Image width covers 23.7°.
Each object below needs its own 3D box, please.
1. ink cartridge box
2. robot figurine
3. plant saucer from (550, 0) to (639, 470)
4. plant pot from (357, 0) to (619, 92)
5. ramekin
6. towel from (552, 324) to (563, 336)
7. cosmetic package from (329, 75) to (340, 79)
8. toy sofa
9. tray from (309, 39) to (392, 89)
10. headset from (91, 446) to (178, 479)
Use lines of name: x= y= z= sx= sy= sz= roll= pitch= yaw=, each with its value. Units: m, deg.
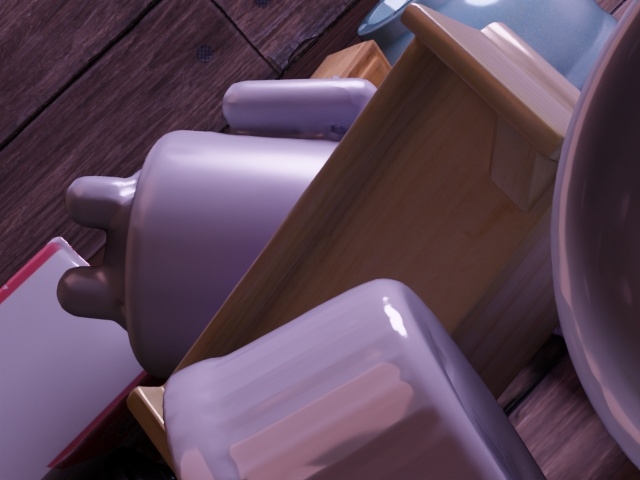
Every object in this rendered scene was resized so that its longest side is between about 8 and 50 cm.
ink cartridge box: x=-0.275 y=0.201 z=1.464 sx=0.279 sy=0.160 sz=0.385 roll=-46 pitch=-12 yaw=-16
robot figurine: x=-0.024 y=0.018 z=1.207 sx=0.200 sy=0.353 sz=0.300 roll=-14 pitch=-71 yaw=-82
plant saucer: x=0.309 y=-0.023 z=0.743 sx=0.400 sy=0.100 sz=0.401 roll=-18 pitch=59 yaw=34
plant pot: x=0.167 y=-0.221 z=1.728 sx=0.293 sy=0.196 sz=0.293 roll=-39 pitch=15 yaw=13
ramekin: x=0.050 y=0.154 z=0.808 sx=0.135 sy=0.277 sz=0.277 roll=-33 pitch=15 yaw=7
towel: x=0.287 y=-0.049 z=1.114 sx=0.317 sy=0.053 sz=0.332 roll=-46 pitch=9 yaw=-6
cosmetic package: x=0.045 y=-0.017 z=1.365 sx=0.107 sy=0.238 sz=0.127 roll=-37 pitch=14 yaw=20
toy sofa: x=0.050 y=0.036 z=1.025 sx=0.177 sy=0.150 sz=0.362 roll=9 pitch=-58 yaw=-53
tray: x=0.000 y=0.000 z=1.501 sx=0.076 sy=0.203 sz=0.411 roll=-16 pitch=29 yaw=41
headset: x=-0.177 y=0.309 z=1.312 sx=0.243 sy=0.185 sz=0.394 roll=-44 pitch=-2 yaw=-23
